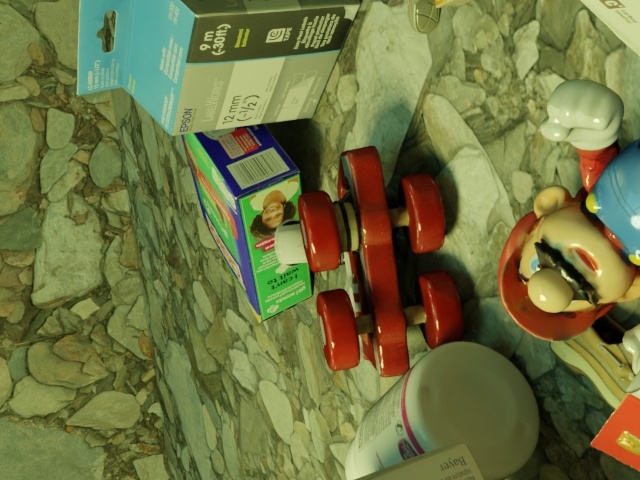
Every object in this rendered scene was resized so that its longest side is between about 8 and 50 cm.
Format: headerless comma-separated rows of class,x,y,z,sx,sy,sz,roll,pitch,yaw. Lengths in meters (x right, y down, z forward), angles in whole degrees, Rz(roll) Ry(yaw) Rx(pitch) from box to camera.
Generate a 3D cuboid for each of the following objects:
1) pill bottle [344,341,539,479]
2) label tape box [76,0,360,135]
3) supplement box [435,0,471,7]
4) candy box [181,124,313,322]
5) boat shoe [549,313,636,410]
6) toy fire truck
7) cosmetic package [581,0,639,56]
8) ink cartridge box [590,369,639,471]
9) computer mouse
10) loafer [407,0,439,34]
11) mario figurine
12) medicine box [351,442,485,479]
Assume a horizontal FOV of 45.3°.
pill bottle,0.135,0.251,0.957,0.160,0.160,0.283,65,153,23
label tape box,-0.149,-0.263,1.066,0.115,0.348,0.249,66,153,21
supplement box,0.155,-0.285,0.792,0.098,0.036,0.062,-2,99,65
candy box,-0.128,-0.063,1.322,0.268,0.122,0.317,54,161,38
boat shoe,0.284,0.111,0.697,0.190,0.068,0.072,40,125,52
toy fire truck,0.062,0.029,1.024,0.254,0.169,0.302,-154,54,-82
cosmetic package,0.302,-0.189,0.303,0.385,0.156,0.217,25,89,59
ink cartridge box,0.318,0.149,0.561,0.181,0.056,0.224,28,133,17
computer mouse,0.000,0.000,1.117,0.042,0.193,0.106,-1,98,30
loafer,0.114,-0.299,0.866,0.039,0.045,0.125,-124,29,-50
mario figurine,0.239,-0.003,0.597,0.320,0.170,0.198,126,143,-53
medicine box,0.092,0.383,0.727,0.289,0.149,0.263,65,152,25
